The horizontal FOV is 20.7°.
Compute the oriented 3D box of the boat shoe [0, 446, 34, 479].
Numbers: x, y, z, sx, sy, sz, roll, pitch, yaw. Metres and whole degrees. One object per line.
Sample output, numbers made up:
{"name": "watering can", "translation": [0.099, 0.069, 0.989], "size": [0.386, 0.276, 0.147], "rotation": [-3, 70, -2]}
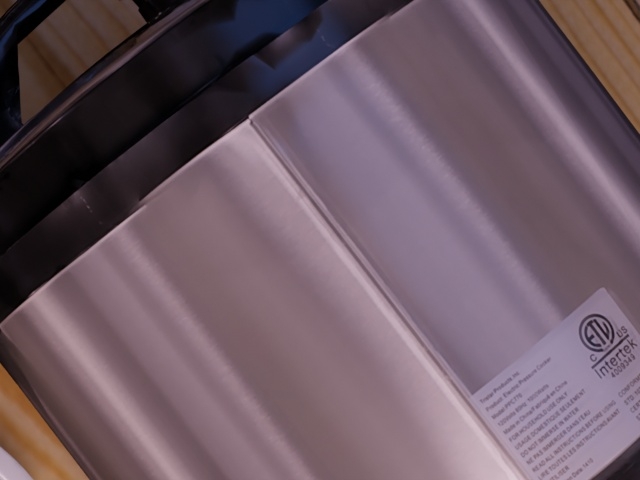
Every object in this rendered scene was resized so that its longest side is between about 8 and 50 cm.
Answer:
{"name": "boat shoe", "translation": [-0.242, 0.129, 0.980], "size": [0.183, 0.065, 0.083], "rotation": [39, 58, -9]}

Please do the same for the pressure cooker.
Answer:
{"name": "pressure cooker", "translation": [0.003, -0.002, 0.982], "size": [0.420, 0.375, 0.370], "rotation": [52, 32, -2]}
